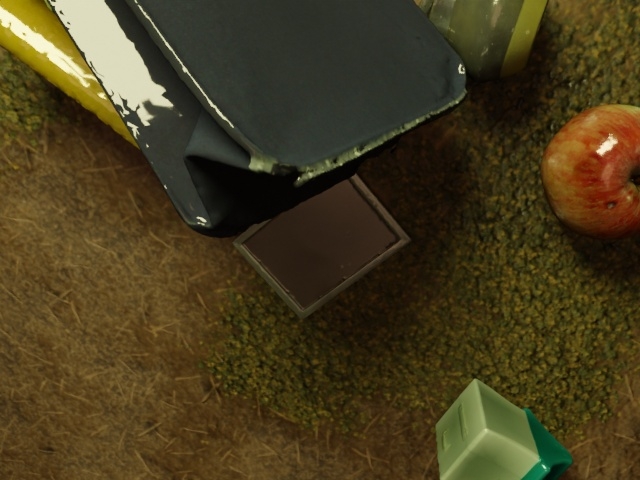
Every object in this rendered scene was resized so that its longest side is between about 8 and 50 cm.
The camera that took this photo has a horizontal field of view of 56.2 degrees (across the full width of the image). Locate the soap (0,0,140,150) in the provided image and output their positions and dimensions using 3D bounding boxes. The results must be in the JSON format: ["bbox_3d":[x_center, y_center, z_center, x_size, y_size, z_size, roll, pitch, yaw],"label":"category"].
[{"bbox_3d":[-0.202,-0.200,0.604,0.315,0.199,0.091,37,116,-11],"label":"soap"}]

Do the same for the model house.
[{"bbox_3d":[0.237,0.277,0.778,0.149,0.127,0.100,30,110,-2],"label":"model house"}]

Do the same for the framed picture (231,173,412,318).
[{"bbox_3d":[0.000,0.000,0.757,0.183,0.011,0.142,-38,103,17],"label":"framed picture"}]

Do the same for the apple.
[{"bbox_3d":[0.309,-0.072,0.643,0.146,0.131,0.146,-3,109,-9],"label":"apple"}]

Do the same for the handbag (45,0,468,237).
[{"bbox_3d":[-0.058,-0.194,0.514,0.329,0.303,0.122,55,137,3],"label":"handbag"}]

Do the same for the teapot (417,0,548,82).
[{"bbox_3d":[0.167,-0.245,0.605,0.119,0.130,0.165,20,78,13],"label":"teapot"}]
